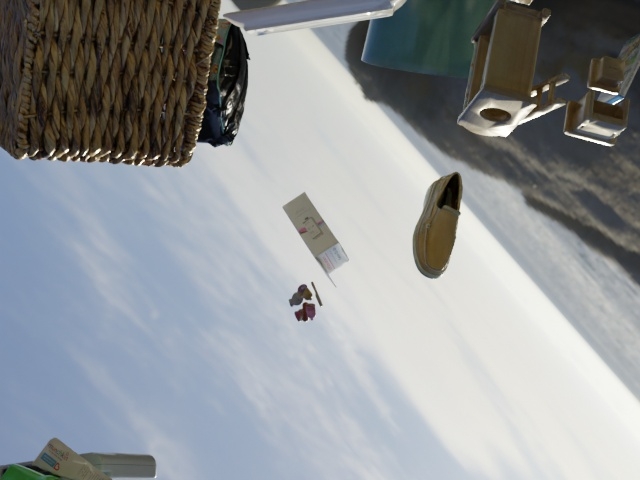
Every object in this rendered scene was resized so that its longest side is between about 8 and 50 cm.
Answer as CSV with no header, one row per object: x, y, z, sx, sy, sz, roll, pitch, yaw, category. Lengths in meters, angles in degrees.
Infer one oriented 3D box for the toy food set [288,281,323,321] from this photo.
-0.035,0.135,1.873,0.078,0.019,0.122,67,149,17,toy food set

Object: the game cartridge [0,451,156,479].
-0.482,0.454,1.766,0.198,0.297,0.062,22,-122,-64,game cartridge

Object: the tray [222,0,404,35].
-0.001,-0.338,1.349,0.145,0.270,0.030,-59,-39,-81,tray

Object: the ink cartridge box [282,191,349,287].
0.000,0.000,2.051,0.198,0.067,0.115,57,180,27,ink cartridge box

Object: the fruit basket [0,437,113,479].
-0.403,0.527,1.421,0.353,0.327,0.165,26,162,24,fruit basket

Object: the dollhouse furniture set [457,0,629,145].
0.249,-0.202,0.978,0.160,0.182,0.101,14,164,-5,dollhouse furniture set

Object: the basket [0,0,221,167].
-0.263,-0.251,1.063,0.223,0.299,0.213,-1,-159,-34,basket

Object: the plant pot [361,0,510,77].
0.241,-0.456,1.782,0.292,0.235,0.293,6,-164,-2,plant pot

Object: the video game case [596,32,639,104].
0.613,-0.345,1.826,0.015,0.166,0.119,28,171,-4,video game case

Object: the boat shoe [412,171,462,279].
0.193,-0.031,1.441,0.068,0.072,0.190,21,-124,-17,boat shoe

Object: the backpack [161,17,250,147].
-0.186,-0.264,1.449,0.144,0.188,0.166,9,150,12,backpack
